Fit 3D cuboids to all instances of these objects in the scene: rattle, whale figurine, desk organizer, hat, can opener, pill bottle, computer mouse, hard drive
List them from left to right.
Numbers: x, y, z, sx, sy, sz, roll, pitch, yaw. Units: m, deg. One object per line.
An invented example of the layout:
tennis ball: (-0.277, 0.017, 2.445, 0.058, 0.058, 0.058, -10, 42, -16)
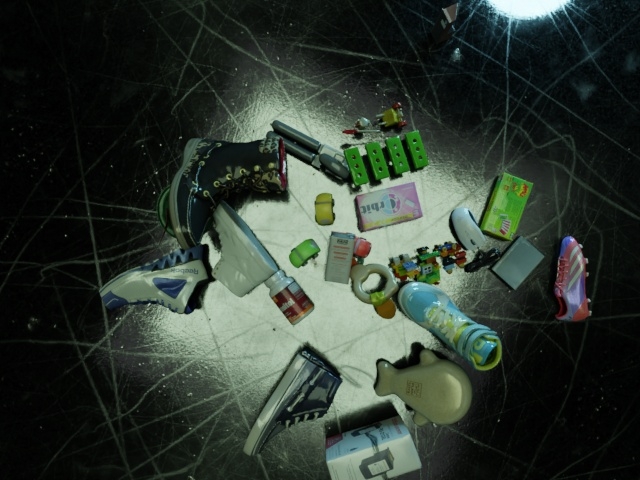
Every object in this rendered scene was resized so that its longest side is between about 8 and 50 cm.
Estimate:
hat: (-0.400, -0.083, 1.364, 0.172, 0.183, 0.209, -16, 88, -1)
pill bottle: (-0.094, 0.164, 1.403, 0.086, 0.086, 0.152, -38, 88, -2)
can opener: (-0.030, -0.272, 1.426, 0.280, 0.093, 0.074, 29, 88, 6)
rattle: (0.150, 0.122, 1.438, 0.199, 0.142, 0.130, 40, 95, 37)
whale figurine: (0.298, 0.418, 1.388, 0.271, 0.141, 0.216, 4, 87, 24)
desk organizer: (0.371, -0.636, 1.420, 0.050, 0.130, 0.047, -25, 87, -3)
computer mouse: (0.442, -0.007, 1.420, 0.106, 0.042, 0.193, -32, 83, 34)
hard drive: (0.588, 0.067, 1.442, 0.094, 0.022, 0.135, 42, 88, 2)

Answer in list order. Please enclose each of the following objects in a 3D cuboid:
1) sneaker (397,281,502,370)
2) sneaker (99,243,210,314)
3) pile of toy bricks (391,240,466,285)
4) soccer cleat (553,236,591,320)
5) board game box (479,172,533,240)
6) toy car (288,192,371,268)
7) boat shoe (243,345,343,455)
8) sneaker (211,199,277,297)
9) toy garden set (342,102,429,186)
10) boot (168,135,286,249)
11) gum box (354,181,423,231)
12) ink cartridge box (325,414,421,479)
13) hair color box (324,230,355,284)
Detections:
sneaker: (0.366, 0.233, 1.317, 0.319, 0.208, 0.127, 35, 90, -11)
sneaker: (-0.453, 0.149, 1.382, 0.315, 0.127, 0.182, -26, 86, -3)
pile of toy bricks: (0.325, 0.086, 1.409, 0.212, 0.118, 0.105, -17, 118, -9)
soccer cleat: (0.726, 0.114, 1.415, 0.095, 0.083, 0.248, -8, 90, 4)
board game box: (0.552, -0.099, 1.439, 0.092, 0.043, 0.181, 21, 88, 0)
toy car: (0.000, 0.000, 1.414, 0.225, 0.053, 0.239, -38, 77, 4)
boat shoe: (-0.071, 0.485, 1.366, 0.158, 0.127, 0.341, 31, 87, 9)
sneaker: (-0.274, 0.024, 1.399, 0.169, 0.108, 0.293, -40, 76, 10)
toy garden set: (0.174, -0.282, 1.421, 0.244, 0.049, 0.204, -17, 88, -16)
boot: (-0.242, -0.149, 1.314, 0.284, 0.138, 0.378, -5, 49, 5)
gum box: (0.195, -0.098, 1.428, 0.188, 0.062, 0.107, -13, 87, -1)
ink cartridge box: (0.140, 0.590, 1.342, 0.237, 0.172, 0.100, -17, 88, -1)
hair color box: (0.055, 0.049, 1.358, 0.071, 0.043, 0.141, 9, 114, 3)
